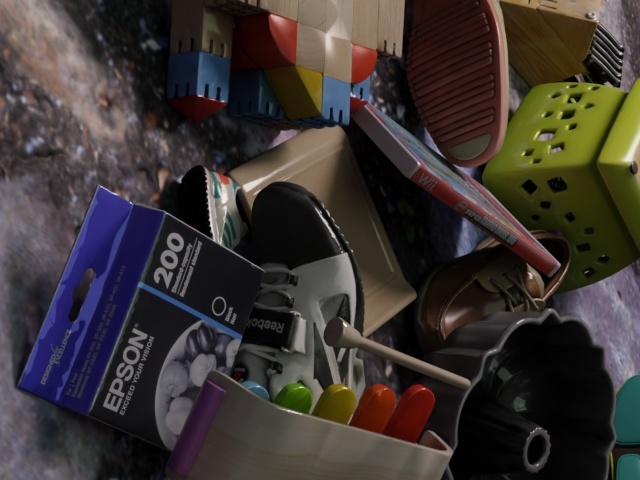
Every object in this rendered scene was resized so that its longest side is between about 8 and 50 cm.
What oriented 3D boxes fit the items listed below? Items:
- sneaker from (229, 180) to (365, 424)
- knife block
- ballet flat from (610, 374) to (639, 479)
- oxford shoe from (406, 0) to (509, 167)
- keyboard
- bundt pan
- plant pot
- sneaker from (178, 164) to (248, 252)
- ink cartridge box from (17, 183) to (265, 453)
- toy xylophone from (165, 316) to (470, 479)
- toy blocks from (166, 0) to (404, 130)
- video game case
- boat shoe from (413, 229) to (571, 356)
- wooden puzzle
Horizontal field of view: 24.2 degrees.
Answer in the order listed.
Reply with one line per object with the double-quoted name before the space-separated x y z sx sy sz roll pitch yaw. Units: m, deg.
"sneaker" -0.036 0.107 1.534 0.146 0.122 0.331 -15 97 -45
"knife block" 0.321 -0.288 2.210 0.275 0.242 0.088 13 55 1
"ballet flat" 0.454 0.310 2.155 0.077 0.077 0.231 56 38 -56
"oxford shoe" 0.198 -0.276 1.978 0.146 0.140 0.397 20 59 -54
"keyboard" 0.328 -0.082 2.173 0.180 0.023 0.108 13 67 -50
"bundt pan" 0.207 0.236 1.758 0.331 0.124 0.331 -9 102 -45
"plant pot" 0.388 -0.083 2.066 0.227 0.207 0.228 58 45 -27
"sneaker" -0.103 0.003 1.553 0.075 0.057 0.161 14 63 -43
"ink cartridge box" -0.162 0.081 1.414 0.208 0.045 0.206 31 72 -42
"toy xylophone" 0.019 0.199 1.474 0.322 0.081 0.236 31 91 -39
"toy blocks" -0.031 -0.241 1.672 0.381 0.190 0.261 10 81 -49
"video game case" 0.158 -0.071 1.834 0.285 0.025 0.204 32 13 -38
"boat shoe" 0.224 0.061 1.903 0.324 0.116 0.123 -41 110 -51
"wooden puzzle" 0.000 0.000 1.708 0.221 0.044 0.239 -33 99 -52
